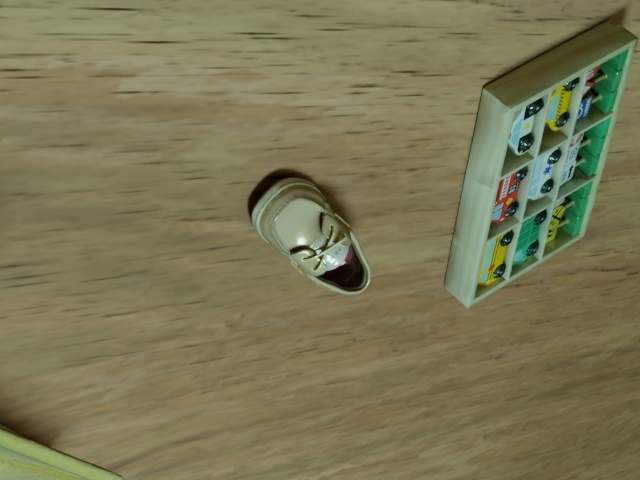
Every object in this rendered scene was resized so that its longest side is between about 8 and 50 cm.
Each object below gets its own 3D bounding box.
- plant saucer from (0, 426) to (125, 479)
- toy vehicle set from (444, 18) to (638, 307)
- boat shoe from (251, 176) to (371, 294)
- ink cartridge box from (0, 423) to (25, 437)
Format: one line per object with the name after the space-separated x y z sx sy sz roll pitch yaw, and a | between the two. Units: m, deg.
-0.328 0.196 1.075 0.333 0.081 0.333 -46 144 7 | plant saucer
0.203 -0.069 1.724 0.166 0.035 0.267 -30 147 -29 | toy vehicle set
0.000 0.000 1.512 0.063 0.059 0.170 -48 151 2 | boat shoe
-0.308 0.266 1.372 0.273 0.114 0.197 -47 151 -2 | ink cartridge box
